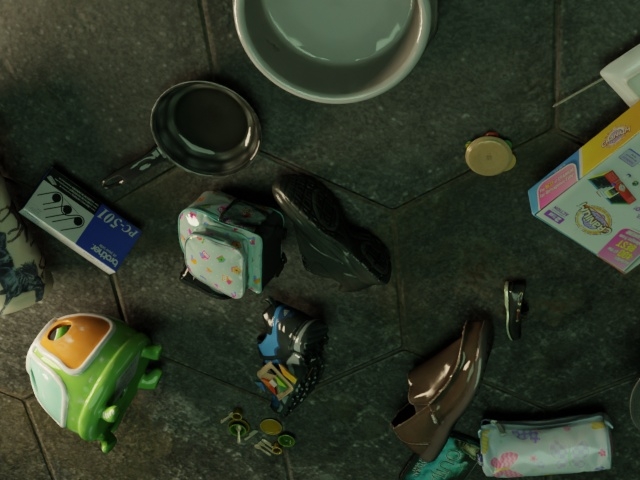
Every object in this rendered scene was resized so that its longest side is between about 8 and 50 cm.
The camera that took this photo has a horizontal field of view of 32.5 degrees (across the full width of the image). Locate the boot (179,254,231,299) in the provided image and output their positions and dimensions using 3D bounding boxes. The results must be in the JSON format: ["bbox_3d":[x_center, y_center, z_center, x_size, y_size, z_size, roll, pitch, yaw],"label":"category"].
[{"bbox_3d":[-0.212,0.055,2.115,0.121,0.045,0.099,22,127,-3],"label":"boot"}]

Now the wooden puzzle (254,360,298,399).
[{"bbox_3d":[-0.090,0.277,2.161,0.078,0.014,0.116,46,141,9],"label":"wooden puzzle"}]

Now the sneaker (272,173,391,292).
[{"bbox_3d":[0.000,0.000,2.005,0.130,0.109,0.286,-28,115,36],"label":"sneaker"}]

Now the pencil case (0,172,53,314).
[{"bbox_3d":[-0.640,-0.041,2.039,0.184,0.160,0.410,31,146,46],"label":"pencil case"}]

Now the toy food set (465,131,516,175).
[{"bbox_3d":[0.291,-0.148,1.892,0.083,0.020,0.082,-14,123,19],"label":"toy food set"}]

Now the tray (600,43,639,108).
[{"bbox_3d":[0.590,-0.288,1.713,0.270,0.030,0.145,-33,127,28],"label":"tray"}]

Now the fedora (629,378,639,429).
[{"bbox_3d":[0.703,0.248,2.057,0.276,0.124,0.243,-12,126,8],"label":"fedora"}]

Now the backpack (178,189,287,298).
[{"bbox_3d":[-0.172,0.002,1.992,0.188,0.144,0.165,29,141,25],"label":"backpack"}]

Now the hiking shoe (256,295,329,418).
[{"bbox_3d":[-0.067,0.234,2.208,0.132,0.113,0.304,36,138,20],"label":"hiking shoe"}]

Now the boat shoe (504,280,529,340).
[{"bbox_3d":[0.372,0.136,2.075,0.042,0.049,0.133,3,123,17],"label":"boat shoe"}]

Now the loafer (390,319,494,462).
[{"bbox_3d":[0.231,0.293,2.162,0.130,0.134,0.365,25,124,4],"label":"loafer"}]

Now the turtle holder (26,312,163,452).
[{"bbox_3d":[-0.463,0.273,2.231,0.228,0.243,0.320,28,168,6],"label":"turtle holder"}]

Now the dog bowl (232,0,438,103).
[{"bbox_3d":[0.022,-0.370,1.719,0.349,0.102,0.348,4,127,5],"label":"dog bowl"}]

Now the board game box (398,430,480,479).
[{"bbox_3d":[0.262,0.480,2.368,0.126,0.026,0.186,21,127,-6],"label":"board game box"}]

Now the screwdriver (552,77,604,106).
[{"bbox_3d":[0.450,-0.262,1.780,0.170,0.024,0.025,-24,89,27],"label":"screwdriver"}]

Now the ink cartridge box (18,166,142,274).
[{"bbox_3d":[-0.446,-0.035,2.048,0.207,0.097,0.046,37,158,-18],"label":"ink cartridge box"}]

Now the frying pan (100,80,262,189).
[{"bbox_3d":[-0.233,-0.159,1.951,0.197,0.053,0.326,32,127,-15],"label":"frying pan"}]

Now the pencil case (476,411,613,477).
[{"bbox_3d":[0.457,0.413,2.232,0.273,0.113,0.124,-5,99,14],"label":"pencil case"}]

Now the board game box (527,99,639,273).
[{"bbox_3d":[0.545,-0.100,1.829,0.242,0.064,0.316,30,127,-26],"label":"board game box"}]

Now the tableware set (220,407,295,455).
[{"bbox_3d":[-0.136,0.417,2.388,0.154,0.024,0.104,39,123,-19],"label":"tableware set"}]
